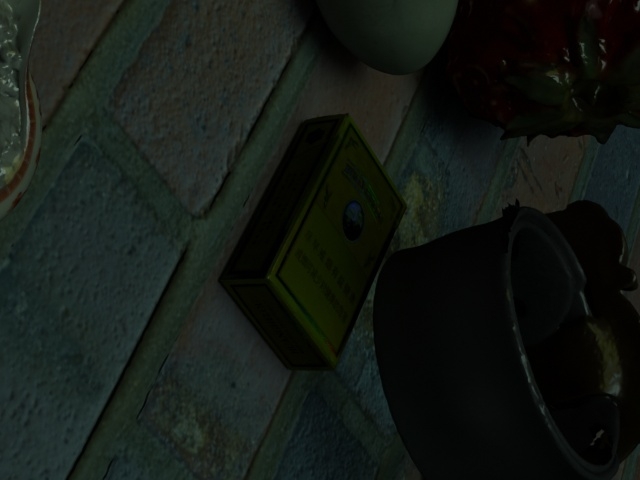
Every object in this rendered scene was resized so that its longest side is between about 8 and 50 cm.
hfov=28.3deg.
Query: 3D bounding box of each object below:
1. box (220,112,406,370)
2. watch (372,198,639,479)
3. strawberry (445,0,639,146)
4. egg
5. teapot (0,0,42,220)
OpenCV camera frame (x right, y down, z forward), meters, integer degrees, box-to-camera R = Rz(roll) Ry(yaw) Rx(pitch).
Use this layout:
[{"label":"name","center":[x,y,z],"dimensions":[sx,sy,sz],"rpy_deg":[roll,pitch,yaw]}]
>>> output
[{"label":"box","center":[0.000,0.000,1.253],"dimensions":[0.141,0.064,0.220],"rpy_deg":[55,44,-35]},{"label":"watch","center":[0.190,0.103,1.321],"dimensions":[0.327,0.314,0.335],"rpy_deg":[27,51,-55]},{"label":"strawberry","center":[0.299,-0.300,1.502],"dimensions":[0.295,0.317,0.345],"rpy_deg":[25,55,-53]},{"label":"egg","center":[0.066,-0.267,1.295],"dimensions":[0.151,0.151,0.209],"rpy_deg":[-47,131,-45]},{"label":"teapot","center":[-0.261,-0.069,0.856],"dimensions":[0.159,0.116,0.245],"rpy_deg":[35,56,-62]}]
